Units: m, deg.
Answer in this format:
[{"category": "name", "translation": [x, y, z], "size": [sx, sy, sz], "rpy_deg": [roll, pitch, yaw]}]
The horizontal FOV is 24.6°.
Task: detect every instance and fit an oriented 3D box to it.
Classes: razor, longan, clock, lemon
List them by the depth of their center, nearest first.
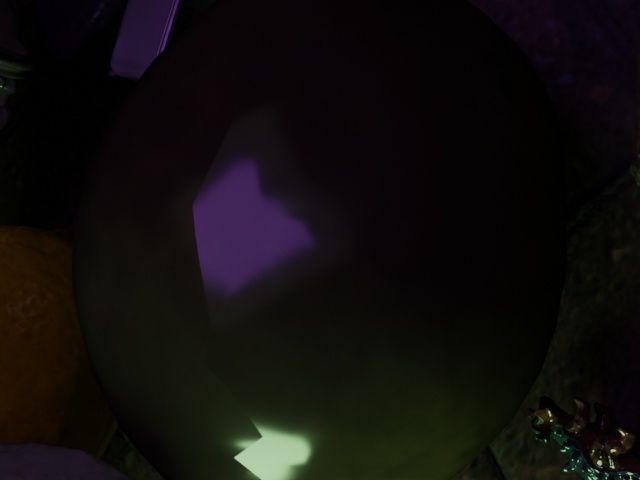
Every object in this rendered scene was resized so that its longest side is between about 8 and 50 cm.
[{"category": "longan", "translation": [0.000, 0.000, 1.025], "size": [0.404, 0.336, 0.405], "rpy_deg": [-165, 90, -77]}, {"category": "clock", "translation": [-0.081, -0.213, 1.255], "size": [0.063, 0.150, 0.197], "rpy_deg": [16, 89, 43]}, {"category": "lemon", "translation": [-0.278, 0.119, 1.273], "size": [0.233, 0.233, 0.288], "rpy_deg": [3, 69, 39]}, {"category": "razor", "translation": [-0.227, -0.318, 1.420], "size": [0.204, 0.113, 0.349], "rpy_deg": [-38, 60, 29]}]

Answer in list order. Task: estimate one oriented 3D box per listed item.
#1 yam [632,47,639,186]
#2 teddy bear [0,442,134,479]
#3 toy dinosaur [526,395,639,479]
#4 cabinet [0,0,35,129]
[{"category": "yam", "translation": [0.258, -0.181, 1.033], "size": [0.066, 0.066, 0.300], "rpy_deg": [-2, 75, 38]}, {"category": "teddy bear", "translation": [-0.212, 0.353, 1.118], "size": [0.375, 0.327, 0.362], "rpy_deg": [29, 115, 43]}, {"category": "toy dinosaur", "translation": [0.198, 0.148, 1.003], "size": [0.154, 0.049, 0.055], "rpy_deg": [36, 99, 44]}, {"category": "cabinet", "translation": [-0.442, -0.106, 1.388], "size": [0.318, 0.227, 0.290], "rpy_deg": [-67, 28, 20]}]
